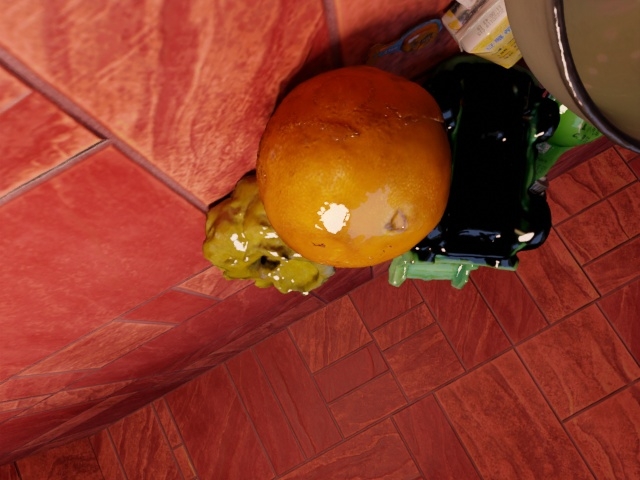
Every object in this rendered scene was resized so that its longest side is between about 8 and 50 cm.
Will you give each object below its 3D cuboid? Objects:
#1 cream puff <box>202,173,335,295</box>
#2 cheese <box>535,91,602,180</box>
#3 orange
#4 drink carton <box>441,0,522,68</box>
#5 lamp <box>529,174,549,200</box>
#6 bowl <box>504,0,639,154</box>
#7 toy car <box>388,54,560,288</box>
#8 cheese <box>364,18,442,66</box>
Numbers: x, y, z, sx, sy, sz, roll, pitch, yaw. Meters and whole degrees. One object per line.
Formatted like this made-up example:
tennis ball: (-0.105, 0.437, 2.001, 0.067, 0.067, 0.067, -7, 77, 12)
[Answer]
cream puff: (-0.055, -0.001, 0.788, 0.281, 0.185, 0.282, -31, 167, -8)
cheese: (0.420, -0.198, 0.813, 0.203, 0.083, 0.320, 6, 131, -38)
orange: (0.037, -0.084, 0.573, 0.240, 0.240, 0.240, -27, 166, -7)
drink carton: (0.205, -0.267, 0.577, 0.200, 0.074, 0.084, -15, 160, -50)
lamp: (0.501, -0.138, 1.352, 0.272, 0.205, 0.374, -30, 156, 20)
bowl: (0.299, -0.263, 0.399, 0.353, 0.354, 0.185, -30, -150, 4)
toy car: (0.220, -0.087, 0.742, 0.213, 0.359, 0.176, 2, -174, -15)
cheese: (0.103, -0.242, 0.580, 0.111, 0.017, 0.047, -26, 163, -12)
